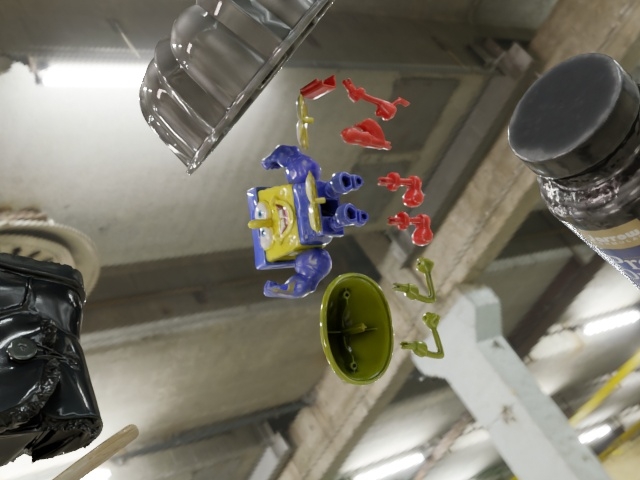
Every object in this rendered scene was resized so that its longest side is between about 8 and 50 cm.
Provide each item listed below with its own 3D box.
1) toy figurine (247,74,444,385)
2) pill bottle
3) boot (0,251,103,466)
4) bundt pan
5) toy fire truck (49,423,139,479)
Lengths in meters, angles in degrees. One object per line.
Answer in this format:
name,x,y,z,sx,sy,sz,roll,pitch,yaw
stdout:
toy figurine,0.000,0.000,1.026,0.191,0.362,0.217,-3,-9,-40
pill bottle,0.248,-0.042,0.625,0.219,0.123,0.123,34,-70,-30
boot,-0.327,0.100,0.739,0.247,0.207,0.094,11,-53,-28
bundt pan,-0.104,-0.245,0.997,0.331,0.124,0.331,-49,9,11
toy fire truck,-0.187,0.237,0.589,0.217,0.246,0.158,-21,-36,32
